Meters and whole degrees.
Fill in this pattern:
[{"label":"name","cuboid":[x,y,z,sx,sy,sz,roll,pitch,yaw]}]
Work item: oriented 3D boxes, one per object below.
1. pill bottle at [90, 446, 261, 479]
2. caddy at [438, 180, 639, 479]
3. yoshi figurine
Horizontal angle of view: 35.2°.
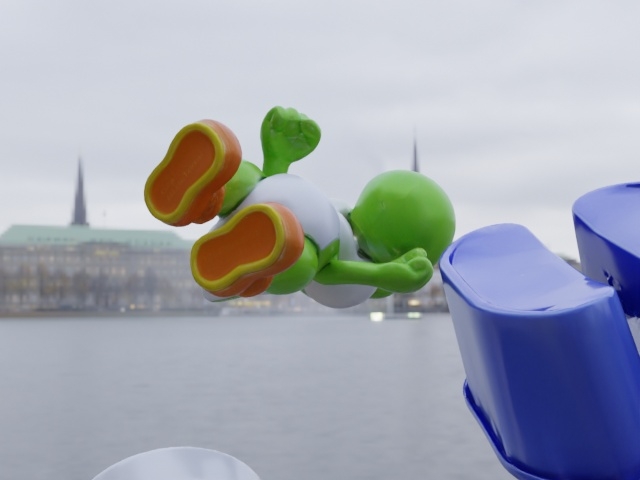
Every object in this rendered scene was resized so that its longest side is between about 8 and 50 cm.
[{"label":"pill bottle","cuboid":[-0.084,0.328,0.690,0.210,0.210,0.363,1,32,-16]},{"label":"caddy","cuboid":[0.229,0.079,0.784,0.241,0.179,0.341,-19,12,0]},{"label":"yoshi figurine","cuboid":[0.015,-0.023,0.987,0.203,0.204,0.362,7,-4,30]}]
